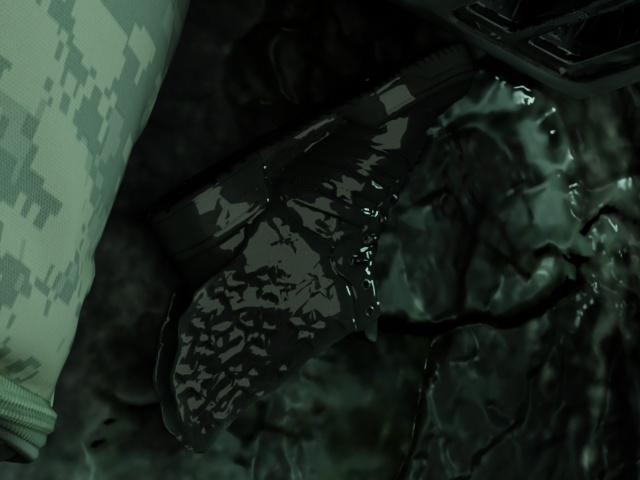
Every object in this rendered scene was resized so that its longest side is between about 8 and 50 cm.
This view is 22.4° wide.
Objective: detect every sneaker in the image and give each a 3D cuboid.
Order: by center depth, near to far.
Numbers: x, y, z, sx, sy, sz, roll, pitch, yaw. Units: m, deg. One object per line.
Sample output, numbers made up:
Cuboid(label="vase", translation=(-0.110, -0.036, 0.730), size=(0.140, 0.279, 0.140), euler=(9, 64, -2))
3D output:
Cuboid(label="sneaker", translation=(0.001, 0.000, 0.609), size=(0.170, 0.051, 0.089), euler=(-32, 101, -18))

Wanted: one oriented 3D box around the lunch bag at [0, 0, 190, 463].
Cuboid(label="lunch bag", translation=(-0.150, -0.102, 0.458), size=(0.256, 0.212, 0.305), euler=(27, 72, -39))

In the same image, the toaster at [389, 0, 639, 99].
Cuboid(label="toaster", translation=(0.081, -0.140, 0.577), size=(0.168, 0.185, 0.110), euler=(24, 74, -23))
